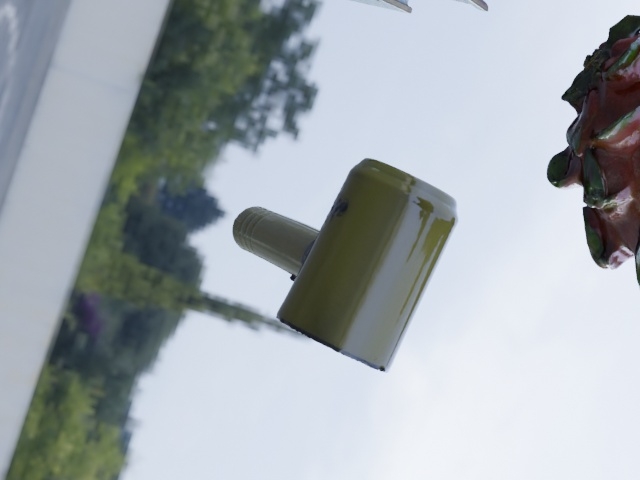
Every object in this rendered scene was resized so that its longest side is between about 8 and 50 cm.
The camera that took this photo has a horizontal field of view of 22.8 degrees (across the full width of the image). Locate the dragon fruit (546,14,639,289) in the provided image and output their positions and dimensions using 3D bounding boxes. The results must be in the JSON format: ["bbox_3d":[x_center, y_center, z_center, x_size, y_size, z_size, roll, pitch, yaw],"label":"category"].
[{"bbox_3d":[0.225,-0.023,0.962,0.137,0.135,0.236,143,-67,-68],"label":"dragon fruit"}]

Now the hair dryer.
[{"bbox_3d":[0.000,0.000,1.220,0.135,0.090,0.278,-65,-155,-1],"label":"hair dryer"}]

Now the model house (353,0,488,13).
[{"bbox_3d":[0.052,-0.276,1.281,0.206,0.271,0.178,-39,-142,-20],"label":"model house"}]
